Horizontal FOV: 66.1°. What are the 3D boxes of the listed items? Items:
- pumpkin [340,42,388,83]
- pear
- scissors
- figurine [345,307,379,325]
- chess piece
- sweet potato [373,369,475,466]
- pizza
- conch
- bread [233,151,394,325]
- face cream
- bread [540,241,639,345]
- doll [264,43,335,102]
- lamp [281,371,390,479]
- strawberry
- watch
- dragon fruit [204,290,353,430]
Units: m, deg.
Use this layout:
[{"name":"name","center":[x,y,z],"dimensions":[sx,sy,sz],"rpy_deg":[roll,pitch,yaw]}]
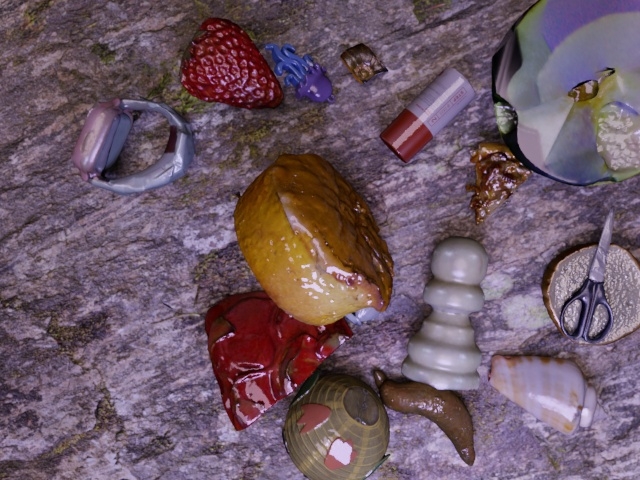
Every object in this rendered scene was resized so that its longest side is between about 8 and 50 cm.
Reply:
[{"name":"pumpkin","center":[0.103,-0.419,1.174],"dimensions":[0.073,0.035,0.101],"rpy_deg":[-36,84,-3]},{"name":"pear","center":[0.549,-0.310,1.046],"dimensions":[0.398,0.165,0.399],"rpy_deg":[0,93,8]},{"name":"scissors","center":[0.597,0.073,1.064],"dimensions":[0.109,0.022,0.300],"rpy_deg":[12,92,6]},{"name":"figurine","center":[0.101,0.163,1.190],"dimensions":[0.094,0.082,0.086],"rpy_deg":[45,81,-21]},{"name":"chess piece","center":[0.294,0.154,1.111],"dimensions":[0.182,0.182,0.331],"rpy_deg":[9,89,8]},{"name":"sweet potato","center":[0.262,0.395,1.161],"dimensions":[0.310,0.098,0.124],"rpy_deg":[34,119,3]},{"name":"pizza","center":[0.397,-0.126,1.126],"dimensions":[0.154,0.069,0.194],"rpy_deg":[20,94,6]},{"name":"conch","center":[0.513,0.345,1.105],"dimensions":[0.254,0.127,0.158],"rpy_deg":[12,95,8]},{"name":"bread","center":[0.000,0.000,1.054],"dimensions":[0.215,0.398,0.398],"rpy_deg":[-31,88,20]},{"name":"face cream","center":[0.242,-0.285,1.127],"dimensions":[0.214,0.096,0.096],"rpy_deg":[-44,86,8]},{"name":"bread","center":[0.616,0.119,1.108],"dimensions":[0.235,0.070,0.236],"rpy_deg":[0,92,9]},{"name":"doll","center":[-0.045,-0.398,1.168],"dimensions":[0.206,0.067,0.110],"rpy_deg":[40,70,-8]},{"name":"lamp","center":[0.024,0.441,1.136],"dimensions":[0.250,0.250,0.284],"rpy_deg":[39,129,4]},{"name":"strawberry","center":[-0.199,-0.386,1.151],"dimensions":[0.244,0.205,0.205],"rpy_deg":[30,97,-18]},{"name":"watch","center":[-0.442,-0.227,1.217],"dimensions":[0.241,0.162,0.254],"rpy_deg":[26,99,-7]},{"name":"dragon fruit","center":[-0.111,0.227,1.140],"dimensions":[0.329,0.228,0.286],"rpy_deg":[-26,87,11]}]
